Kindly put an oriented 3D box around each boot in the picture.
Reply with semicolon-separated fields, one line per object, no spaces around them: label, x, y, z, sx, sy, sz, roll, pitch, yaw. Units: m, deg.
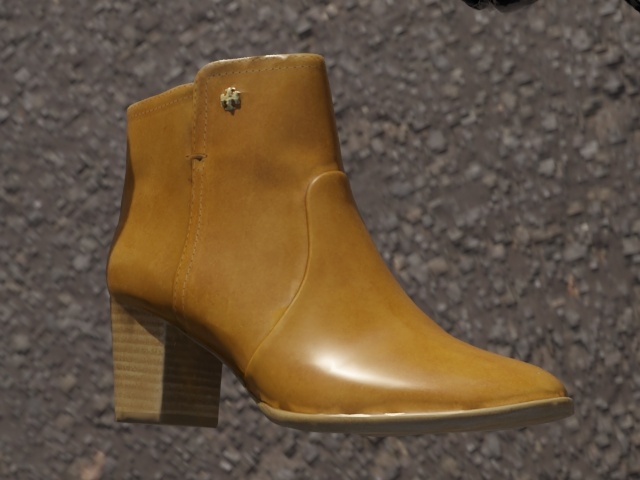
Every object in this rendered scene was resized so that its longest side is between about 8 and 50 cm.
boot;0.000;0.000;0.854;0.295;0.104;0.211;-1;82;31

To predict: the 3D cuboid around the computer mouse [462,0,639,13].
computer mouse;0.186;-0.084;0.608;0.272;0.188;0.072;10;88;-10
